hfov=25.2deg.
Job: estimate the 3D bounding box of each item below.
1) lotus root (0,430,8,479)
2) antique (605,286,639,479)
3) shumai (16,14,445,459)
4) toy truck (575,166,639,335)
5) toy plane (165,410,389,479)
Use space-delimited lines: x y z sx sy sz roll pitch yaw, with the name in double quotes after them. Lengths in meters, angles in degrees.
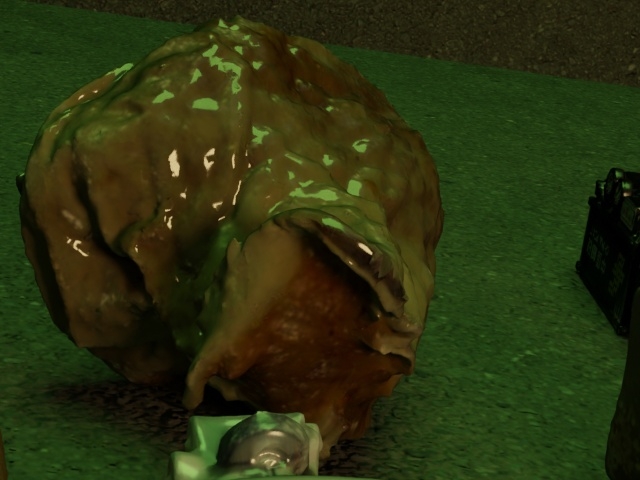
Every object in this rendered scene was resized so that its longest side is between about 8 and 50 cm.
-0.204 0.112 0.610 0.152 0.169 0.342 11 14 -13 "lotus root"
0.280 0.136 0.816 0.125 0.150 0.284 -1 19 -15 "antique"
0.000 0.000 0.923 0.314 0.267 0.262 -11 22 -35 "shumai"
0.305 0.014 1.298 0.088 0.121 0.259 8 16 -4 "toy truck"
0.006 0.166 0.646 0.245 0.117 0.244 8 35 -5 "toy plane"
